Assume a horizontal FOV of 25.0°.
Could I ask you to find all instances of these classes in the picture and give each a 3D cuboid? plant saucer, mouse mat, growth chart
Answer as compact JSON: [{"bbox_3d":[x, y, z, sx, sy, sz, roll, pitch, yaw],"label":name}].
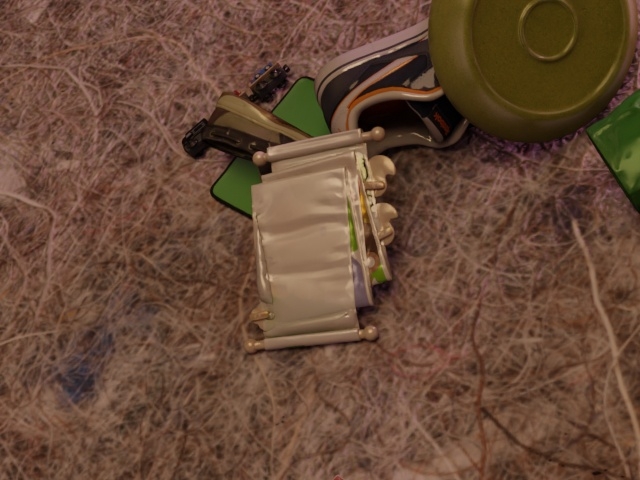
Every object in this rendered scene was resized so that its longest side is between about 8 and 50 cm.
[{"bbox_3d":[0.230,-0.219,1.496,0.241,0.241,0.037,-42,18,-6],"label":"plant saucer"},{"bbox_3d":[-0.021,-0.096,1.650,0.152,0.007,0.190,28,74,33],"label":"mouse mat"},{"bbox_3d":[0.000,0.000,1.521,0.172,0.021,0.237,-2,83,18],"label":"growth chart"}]

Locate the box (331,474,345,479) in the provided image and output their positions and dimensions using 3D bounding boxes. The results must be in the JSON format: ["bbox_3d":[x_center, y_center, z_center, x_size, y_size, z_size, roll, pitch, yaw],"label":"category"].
[{"bbox_3d":[-0.063,0.363,1.348,0.324,0.067,0.063,-46,55,-10],"label":"box"}]

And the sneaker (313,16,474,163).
[{"bbox_3d":[0.154,-0.185,1.565,0.321,0.126,0.127,-29,50,13],"label":"sneaker"}]

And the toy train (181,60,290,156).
[{"bbox_3d":[-0.101,-0.158,1.708,0.158,0.027,0.036,-40,43,-5],"label":"toy train"}]

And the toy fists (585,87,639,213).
[{"bbox_3d":[0.383,-0.046,1.406,0.142,0.096,0.279,-32,55,10],"label":"toy fists"}]

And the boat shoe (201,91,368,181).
[{"bbox_3d":[-0.041,-0.091,1.608,0.223,0.080,0.073,31,88,30],"label":"boat shoe"}]
